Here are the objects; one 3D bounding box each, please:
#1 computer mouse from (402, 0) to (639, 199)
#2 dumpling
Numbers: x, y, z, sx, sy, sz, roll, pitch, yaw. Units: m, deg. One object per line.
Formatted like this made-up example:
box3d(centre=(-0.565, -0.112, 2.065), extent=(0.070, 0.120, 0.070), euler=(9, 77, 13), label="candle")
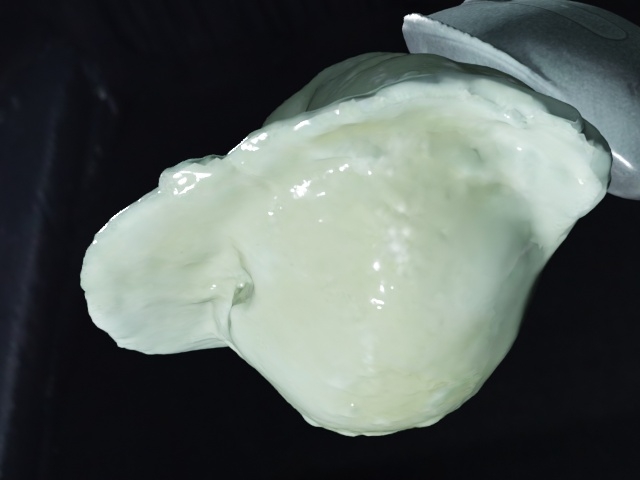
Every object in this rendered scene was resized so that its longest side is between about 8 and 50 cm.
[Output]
box3d(centre=(0.235, -0.168, 1.839), extent=(0.203, 0.114, 0.374), euler=(-18, -139, -39), label="computer mouse")
box3d(centre=(0.028, 0.007, 1.117), extent=(0.212, 0.321, 0.270), euler=(36, -149, 19), label="dumpling")
